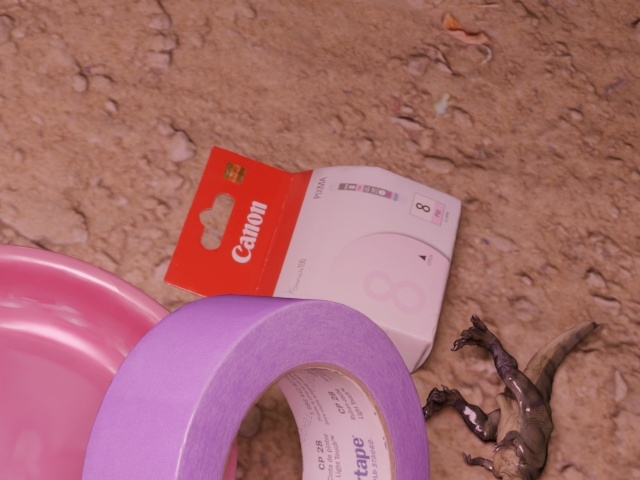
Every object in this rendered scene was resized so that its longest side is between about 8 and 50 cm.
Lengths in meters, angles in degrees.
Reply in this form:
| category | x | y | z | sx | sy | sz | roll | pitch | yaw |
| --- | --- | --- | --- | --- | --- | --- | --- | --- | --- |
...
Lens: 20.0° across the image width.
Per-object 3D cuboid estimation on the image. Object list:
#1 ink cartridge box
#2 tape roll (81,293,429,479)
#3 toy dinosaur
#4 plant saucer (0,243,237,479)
| category | x | y | z | sx | sy | sz | roll | pitch | yaw |
| --- | --- | --- | --- | --- | --- | --- | --- | --- | --- |
| ink cartridge box | 0.000 | 0.000 | 1.600 | 0.232 | 0.066 | 0.189 | 24 | 44 | -7 |
| tape roll | -0.039 | 0.176 | 1.269 | 0.090 | 0.275 | 0.275 | 2 | 29 | 39 |
| toy dinosaur | 0.156 | 0.134 | 1.541 | 0.118 | 0.064 | 0.268 | 30 | 42 | -4 |
| plant saucer | -0.230 | 0.150 | 1.339 | 0.332 | 0.084 | 0.332 | 12 | 46 | -13 |
